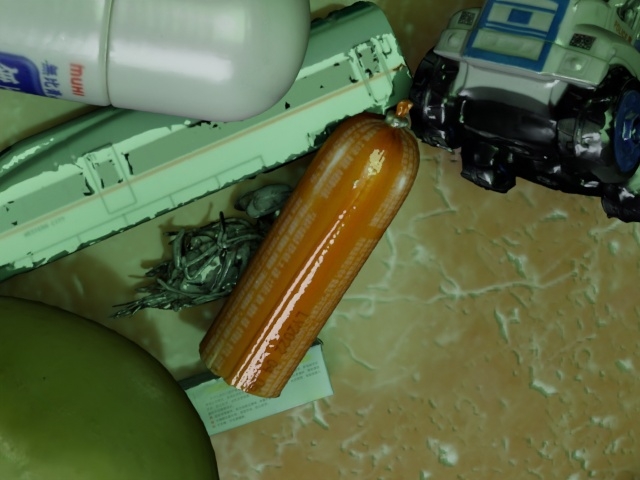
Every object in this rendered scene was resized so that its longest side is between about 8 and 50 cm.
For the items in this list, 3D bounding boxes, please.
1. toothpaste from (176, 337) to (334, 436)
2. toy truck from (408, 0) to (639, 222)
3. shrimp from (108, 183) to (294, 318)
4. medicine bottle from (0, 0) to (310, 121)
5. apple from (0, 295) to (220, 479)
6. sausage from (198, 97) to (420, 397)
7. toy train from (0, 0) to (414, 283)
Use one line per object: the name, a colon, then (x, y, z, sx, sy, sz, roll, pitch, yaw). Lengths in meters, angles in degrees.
toothpaste: (-0.071, 0.117, 1.050, 0.164, 0.034, 0.046, -18, 102, -9)
toy truck: (0.178, -0.118, 0.977, 0.213, 0.161, 0.177, 32, 78, -57)
shrimp: (-0.083, 0.014, 1.022, 0.165, 0.056, 0.065, -28, 119, -17)
medicine bottle: (-0.175, -0.158, 0.901, 0.340, 0.130, 0.130, 9, 97, -1)
apple: (-0.209, 0.153, 0.904, 0.295, 0.258, 0.234, 2, 84, 9)
sausage: (0.000, 0.000, 0.966, 0.071, 0.071, 0.234, 27, 109, -15)
toy train: (-0.133, -0.055, 0.983, 0.407, 0.086, 0.088, -24, 101, -8)
